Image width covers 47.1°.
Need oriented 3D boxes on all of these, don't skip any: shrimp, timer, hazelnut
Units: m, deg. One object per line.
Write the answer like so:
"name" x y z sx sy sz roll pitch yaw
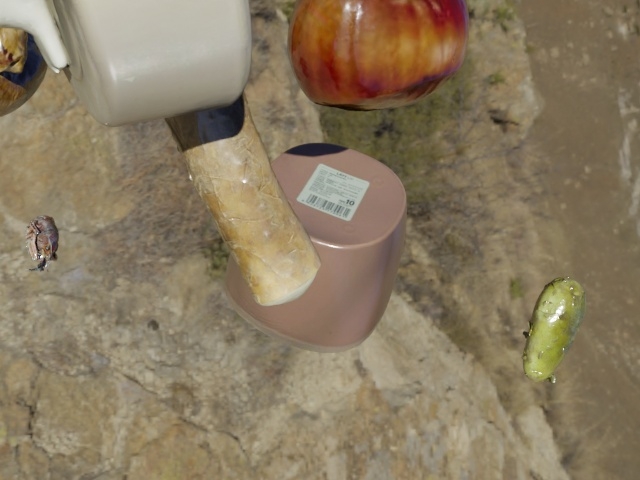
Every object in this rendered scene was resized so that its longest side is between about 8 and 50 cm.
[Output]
"shrimp" -0.549 0.008 1.444 0.074 0.073 0.190 32 16 -42
"timer" -0.188 -0.108 0.351 0.265 0.175 0.175 -24 106 -19
"hazelnut" 0.054 -0.212 0.702 0.204 0.177 0.178 -35 113 -35

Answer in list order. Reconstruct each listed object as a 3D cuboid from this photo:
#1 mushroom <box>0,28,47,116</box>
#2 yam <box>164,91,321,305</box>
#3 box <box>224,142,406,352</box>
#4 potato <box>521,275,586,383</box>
"mushroom" -0.547 -0.301 1.002 0.345 0.239 0.345 49 -2 2
"yam" -0.085 -0.108 0.580 0.081 0.081 0.357 -49 122 -53
"box" 0.000 0.000 1.175 0.216 0.300 0.301 104 8 -45
"potato" 0.469 0.181 1.486 0.117 0.090 0.226 14 97 -32
